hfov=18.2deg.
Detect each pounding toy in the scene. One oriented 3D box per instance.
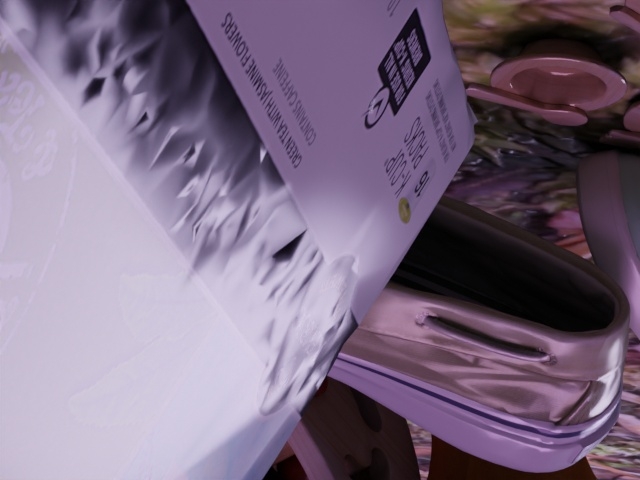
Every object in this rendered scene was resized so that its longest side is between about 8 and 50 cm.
[{"bbox_3d":[-0.050,0.108,1.043,0.155,0.154,0.269,-30,125,28],"label":"pounding toy"}]

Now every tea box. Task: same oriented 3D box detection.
[{"bbox_3d":[-0.144,-0.007,0.505,0.220,0.323,0.329,30,170,19],"label":"tea box"}]

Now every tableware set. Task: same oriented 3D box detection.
[{"bbox_3d":[0.151,-0.063,0.790,0.141,0.020,0.169,17,160,-28],"label":"tableware set"}]

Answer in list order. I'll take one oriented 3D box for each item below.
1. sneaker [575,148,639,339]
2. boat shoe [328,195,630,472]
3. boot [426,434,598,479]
[{"bbox_3d":[0.235,0.011,0.903,0.151,0.094,0.256,-29,132,33],"label":"sneaker"},{"bbox_3d":[0.000,0.000,0.891,0.302,0.109,0.094,22,135,9],"label":"boat shoe"},{"bbox_3d":[0.096,0.108,1.027,0.104,0.211,0.295,-2,166,-7],"label":"boot"}]
